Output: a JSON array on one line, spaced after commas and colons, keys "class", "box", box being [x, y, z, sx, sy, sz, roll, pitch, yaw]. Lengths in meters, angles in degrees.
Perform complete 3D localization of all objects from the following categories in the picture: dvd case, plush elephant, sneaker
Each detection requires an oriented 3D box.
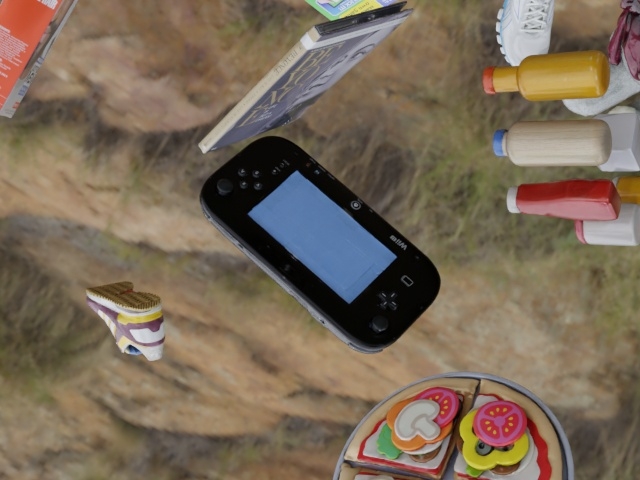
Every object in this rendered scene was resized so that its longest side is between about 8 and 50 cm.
[{"class": "dvd case", "box": [-0.016, -0.174, 1.263, 0.221, 0.164, 0.018, -39, 81, 42]}, {"class": "plush elephant", "box": [0.412, -0.307, 1.455, 0.255, 0.330, 0.272, 53, -165, -18]}, {"class": "sneaker", "box": [-0.258, 0.106, 1.548, 0.185, 0.069, 0.084, 17, 115, 61]}, {"class": "sneaker", "box": [0.270, -0.308, 1.503, 0.071, 0.191, 0.083, -2, -170, -8]}]

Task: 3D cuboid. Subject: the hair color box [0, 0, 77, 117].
[{"class": "hair color box", "box": [-0.292, -0.205, 1.160, 0.053, 0.167, 0.093, 28, -179, -7]}]

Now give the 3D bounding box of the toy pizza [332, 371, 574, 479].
[{"class": "toy pizza", "box": [0.099, 0.188, 0.934, 0.201, 0.201, 0.032, 13, 152, 33]}]

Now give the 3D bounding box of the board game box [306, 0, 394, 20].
[{"class": "board game box", "box": [0.082, -0.443, 1.702, 0.317, 0.046, 0.213, -26, 137, 36]}]

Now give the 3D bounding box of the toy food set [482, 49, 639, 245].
[{"class": "toy food set", "box": [0.225, -0.069, 1.064, 0.104, 0.111, 0.232, 2, 155, 30]}]

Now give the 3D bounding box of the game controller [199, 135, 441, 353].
[{"class": "game controller", "box": [0.000, 0.000, 1.503, 0.319, 0.166, 0.067, 41, 158, 10]}]
